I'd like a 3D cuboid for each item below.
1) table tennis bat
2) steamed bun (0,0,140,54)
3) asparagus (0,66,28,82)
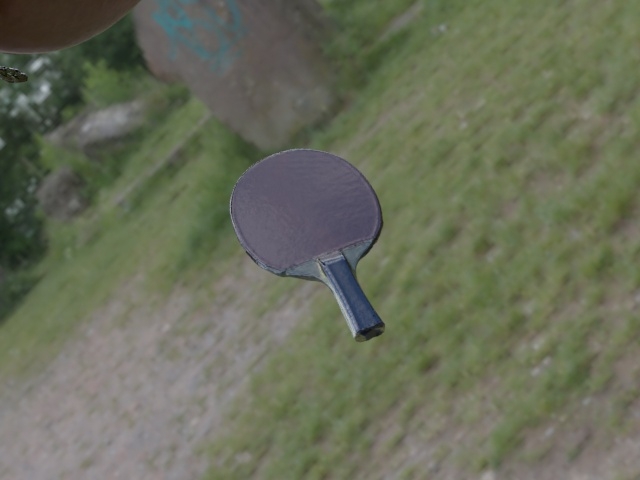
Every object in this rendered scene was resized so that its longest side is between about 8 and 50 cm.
[{"bbox_3d":[0.000,0.000,0.875,0.095,0.158,0.014,-19,-37,-13],"label":"table tennis bat"},{"bbox_3d":[-0.267,-0.273,0.973,0.248,0.235,0.379,-64,-23,-1],"label":"steamed bun"},{"bbox_3d":[-0.309,-0.146,1.066,0.013,0.166,0.016,128,150,-52],"label":"asparagus"}]
